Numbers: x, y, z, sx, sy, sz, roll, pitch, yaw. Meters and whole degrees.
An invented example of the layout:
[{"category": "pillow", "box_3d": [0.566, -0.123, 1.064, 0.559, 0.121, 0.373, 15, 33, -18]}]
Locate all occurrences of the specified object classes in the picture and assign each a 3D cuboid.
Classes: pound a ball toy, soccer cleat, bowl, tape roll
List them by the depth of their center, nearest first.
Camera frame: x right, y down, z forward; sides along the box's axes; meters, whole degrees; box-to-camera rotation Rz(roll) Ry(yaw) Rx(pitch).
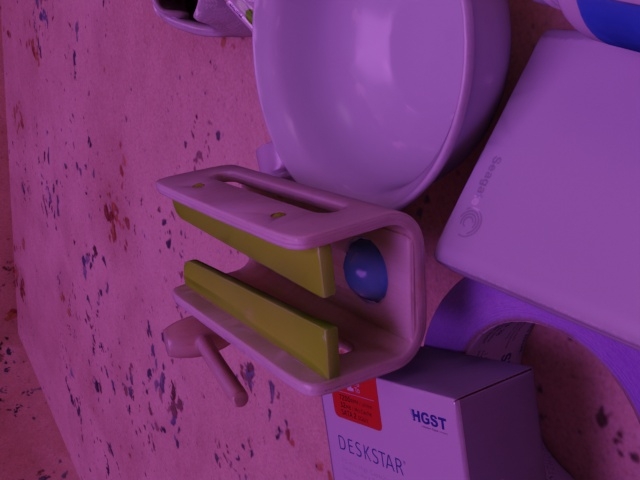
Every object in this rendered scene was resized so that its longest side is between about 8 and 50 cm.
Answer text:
[{"category": "tape roll", "box_3d": [0.205, 0.144, 0.579, 0.275, 0.090, 0.275, 26, 122, 51]}, {"category": "bowl", "box_3d": [0.067, -0.173, 0.643, 0.298, 0.134, 0.298, 22, 118, 51]}, {"category": "pound a ball toy", "box_3d": [-0.040, 0.047, 0.661, 0.319, 0.135, 0.208, 20, 120, 55]}, {"category": "soccer cleat", "box_3d": [-0.176, -0.336, 0.948, 0.331, 0.143, 0.116, 28, 123, 50]}]

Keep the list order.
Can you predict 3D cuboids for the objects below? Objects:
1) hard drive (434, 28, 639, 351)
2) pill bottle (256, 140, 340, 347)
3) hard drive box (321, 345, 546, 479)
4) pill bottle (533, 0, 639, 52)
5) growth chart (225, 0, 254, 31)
[{"category": "hard drive", "box_3d": [0.230, -0.028, 0.446, 0.307, 0.040, 0.203, 25, 88, 50]}, {"category": "pill bottle", "box_3d": [0.000, 0.000, 0.803, 0.131, 0.131, 0.229, -13, 89, 57]}, {"category": "hard drive box", "box_3d": [0.095, 0.215, 0.605, 0.181, 0.089, 0.232, -1, 99, 56]}, {"category": "pill bottle", "box_3d": [0.218, -0.169, 0.418, 0.221, 0.124, 0.124, 44, 134, 53]}, {"category": "growth chart", "box_3d": [-0.018, -0.308, 0.748, 0.172, 0.021, 0.237, 44, 122, 9]}]
